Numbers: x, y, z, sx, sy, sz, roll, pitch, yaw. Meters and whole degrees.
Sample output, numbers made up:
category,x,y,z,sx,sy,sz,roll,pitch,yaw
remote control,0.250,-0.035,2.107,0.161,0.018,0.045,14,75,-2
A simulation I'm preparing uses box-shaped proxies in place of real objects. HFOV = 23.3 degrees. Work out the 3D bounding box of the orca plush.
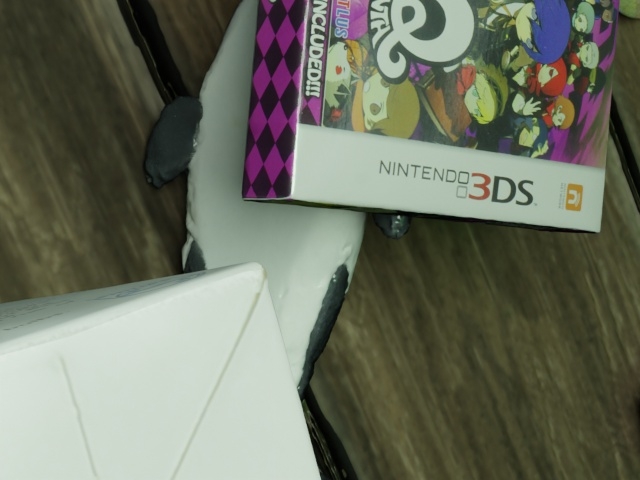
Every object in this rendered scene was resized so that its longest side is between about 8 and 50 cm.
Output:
category,x,y,z,sx,sy,sz,roll,pitch,yaw
orca plush,0.000,0.000,0.818,0.102,0.151,0.287,-4,86,-64

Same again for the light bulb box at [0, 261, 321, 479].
category,x,y,z,sx,sy,sz,roll,pitch,yaw
light bulb box,-0.146,0.214,0.530,0.225,0.361,0.357,-16,93,-31

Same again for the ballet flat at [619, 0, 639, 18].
category,x,y,z,sx,sy,sz,roll,pitch,yaw
ballet flat,0.175,-0.240,0.958,0.077,0.079,0.221,-36,106,-30

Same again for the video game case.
category,x,y,z,sx,sy,sz,roll,pitch,yaw
video game case,0.062,-0.124,0.725,0.210,0.042,0.232,6,90,-42
